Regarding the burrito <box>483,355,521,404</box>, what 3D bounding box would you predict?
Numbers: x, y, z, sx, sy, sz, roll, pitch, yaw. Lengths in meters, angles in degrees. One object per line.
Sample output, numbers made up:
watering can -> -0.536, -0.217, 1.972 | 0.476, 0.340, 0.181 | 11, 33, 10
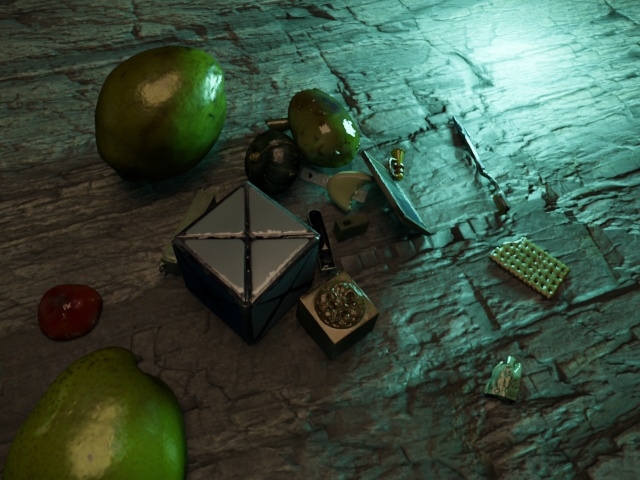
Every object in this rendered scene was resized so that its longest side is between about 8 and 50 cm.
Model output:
burrito -> 0.451, 0.337, 1.255 | 0.074, 0.044, 0.118 | 22, 62, 14

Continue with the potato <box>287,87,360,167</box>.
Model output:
potato -> 0.004, -0.344, 1.566 | 0.210, 0.173, 0.307 | -1, 48, -33

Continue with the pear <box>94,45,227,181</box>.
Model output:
pear -> -0.448, -0.354, 1.444 | 0.352, 0.352, 0.413 | 37, 81, 18

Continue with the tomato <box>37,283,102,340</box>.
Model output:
tomato -> -0.626, 0.167, 1.264 | 0.155, 0.069, 0.156 | 2, 58, -3

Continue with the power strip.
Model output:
power strip -> -0.356, -0.023, 1.401 | 0.052, 0.078, 0.272 | 17, 58, 5

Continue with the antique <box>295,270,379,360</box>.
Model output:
antique -> 0.040, 0.179, 1.263 | 0.146, 0.148, 0.152 | -32, 68, -20

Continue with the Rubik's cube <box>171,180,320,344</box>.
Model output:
Rubik's cube -> -0.173, 0.057, 1.264 | 0.260, 0.259, 0.255 | 39, 64, 15

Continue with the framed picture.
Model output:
framed picture -> 0.213, -0.132, 1.473 | 0.023, 0.189, 0.260 | -38, 59, 19

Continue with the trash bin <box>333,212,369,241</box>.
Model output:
trash bin -> 0.087, -0.040, 1.458 | 0.092, 0.061, 0.043 | -19, 61, -19

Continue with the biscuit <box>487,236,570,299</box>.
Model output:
biscuit -> 0.594, 0.065, 1.455 | 0.203, 0.016, 0.144 | 39, 63, 18

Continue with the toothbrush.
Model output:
toothbrush -> 0.504, -0.253, 1.640 | 0.035, 0.042, 0.414 | 15, 47, -40

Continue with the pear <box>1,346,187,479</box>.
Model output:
pear -> -0.441, 0.376, 1.050 | 0.342, 0.238, 0.318 | 5, 66, -1

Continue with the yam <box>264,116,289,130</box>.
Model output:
yam -> -0.133, -0.376, 1.666 | 0.094, 0.043, 0.043 | -10, 59, -9

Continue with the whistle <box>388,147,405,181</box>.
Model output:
whistle -> 0.239, -0.237, 1.597 | 0.046, 0.057, 0.109 | -8, 56, 21

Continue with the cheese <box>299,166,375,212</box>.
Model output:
cheese -> 0.042, -0.168, 1.523 | 0.235, 0.049, 0.127 | 26, 102, 22

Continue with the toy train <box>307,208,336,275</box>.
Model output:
toy train -> 0.000, 0.000, 1.432 | 0.043, 0.047, 0.208 | -8, 58, -10

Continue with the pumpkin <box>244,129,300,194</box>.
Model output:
pumpkin -> -0.140, -0.227, 1.493 | 0.146, 0.190, 0.190 | 20, 53, -25
